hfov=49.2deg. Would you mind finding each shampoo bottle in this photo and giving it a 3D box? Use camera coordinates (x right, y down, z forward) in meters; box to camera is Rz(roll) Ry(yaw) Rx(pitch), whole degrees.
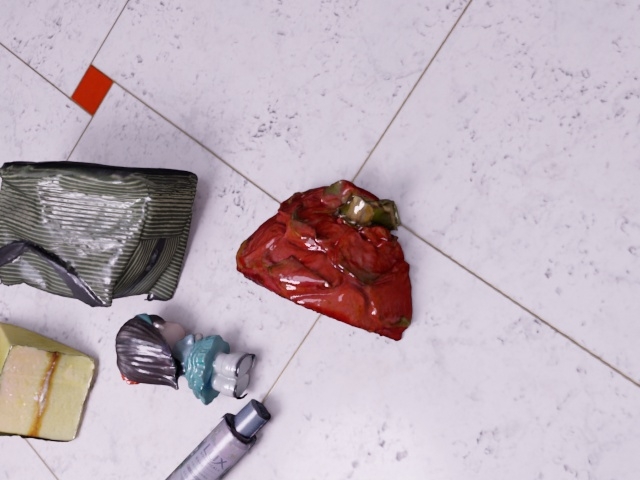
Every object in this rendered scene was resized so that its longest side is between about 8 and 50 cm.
[{"bbox_3d":[-0.165,0.340,1.115,0.214,0.072,0.072,-47,64,10],"label":"shampoo bottle"}]

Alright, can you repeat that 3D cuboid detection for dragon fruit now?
[{"bbox_3d":[0.000,0.000,1.054,0.317,0.152,0.205,20,88,28],"label":"dragon fruit"}]

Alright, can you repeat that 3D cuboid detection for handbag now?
[{"bbox_3d":[-0.393,-0.018,1.212,0.341,0.247,0.240,8,95,25],"label":"handbag"}]

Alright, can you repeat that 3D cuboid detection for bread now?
[{"bbox_3d":[-0.553,0.258,1.342,0.264,0.163,0.167,16,88,59],"label":"bread"}]

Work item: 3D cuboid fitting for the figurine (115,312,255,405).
[{"bbox_3d":[-0.233,0.205,1.159,0.246,0.110,0.137,13,104,21],"label":"figurine"}]
